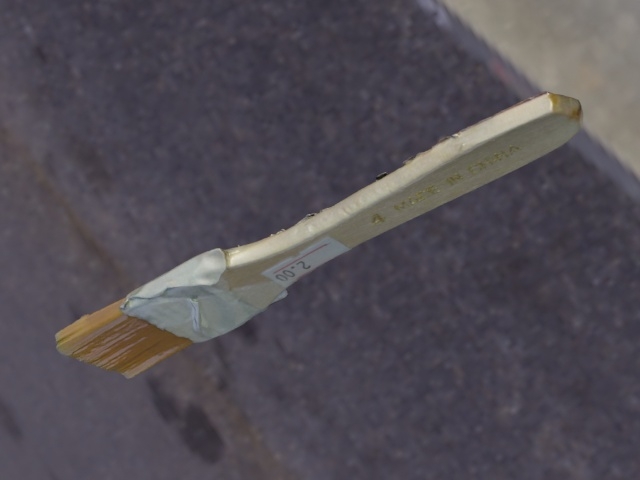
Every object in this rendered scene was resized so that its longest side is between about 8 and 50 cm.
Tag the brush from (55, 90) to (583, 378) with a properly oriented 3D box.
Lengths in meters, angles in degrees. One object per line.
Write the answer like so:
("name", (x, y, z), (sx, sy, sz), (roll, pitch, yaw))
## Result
("brush", (0.000, 0.000, 1.038), (0.085, 0.337, 0.020), (31, -143, -52))
